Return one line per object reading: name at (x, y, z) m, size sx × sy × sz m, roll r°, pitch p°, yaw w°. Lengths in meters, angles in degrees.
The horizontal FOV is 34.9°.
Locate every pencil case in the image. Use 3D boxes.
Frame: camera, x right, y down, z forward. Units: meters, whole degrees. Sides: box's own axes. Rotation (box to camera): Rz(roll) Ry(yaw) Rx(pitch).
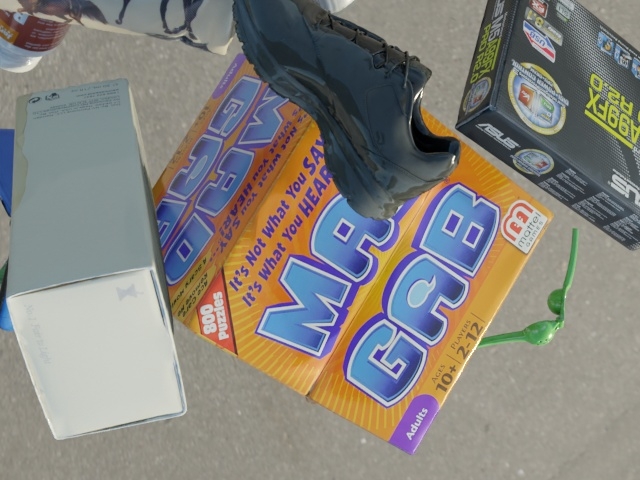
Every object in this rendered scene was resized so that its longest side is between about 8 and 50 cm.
pencil case at (-0.252, -0.310, 1.019) m, size 0.411 × 0.160 × 0.183 m, roll 12°, pitch 118°, yaw -2°

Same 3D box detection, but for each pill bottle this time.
pill bottle at (-0.407, -0.339, 1.445) m, size 0.121 × 0.121 × 0.216 m, roll 20°, pitch 140°, yaw -26°

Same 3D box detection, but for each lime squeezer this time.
lime squeezer at (0.387, 0.117, 1.787) m, size 0.310 × 0.110 × 0.059 m, roll -44°, pitch 137°, yaw -10°

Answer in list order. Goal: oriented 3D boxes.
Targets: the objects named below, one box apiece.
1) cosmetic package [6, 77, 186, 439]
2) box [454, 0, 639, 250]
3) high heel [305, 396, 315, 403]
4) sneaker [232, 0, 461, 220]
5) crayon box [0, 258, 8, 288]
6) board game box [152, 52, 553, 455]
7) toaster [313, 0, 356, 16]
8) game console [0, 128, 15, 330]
cosmetic package at (-0.197, 0.002, 0.888) m, size 0.113 × 0.309 × 0.160 m, roll -10°, pitch 126°, yaw -7°
box at (0.285, -0.146, 1.119) m, size 0.270 × 0.216 × 0.060 m, roll 32°, pitch 146°, yaw -21°
high heel at (0.009, 0.130, 1.914) m, size 0.127 × 0.181 × 0.377 m, roll 4°, pitch 134°, yaw -20°
sneaker at (0.030, -0.159, 0.963) m, size 0.130 × 0.109 × 0.286 m, roll -25°, pitch 113°, yaw 33°
crayon box at (-0.389, 0.082, 1.718) m, size 0.278 × 0.081 × 0.165 m, roll 47°, pitch 61°, yaw -36°
board game box at (0.000, 0.000, 1.337) m, size 0.356 × 0.356 × 0.356 m, roll 34°, pitch 84°, yaw -27°
toaster at (0.037, -0.489, 1.656) m, size 0.227 × 0.129 × 0.146 m, roll -45°, pitch 147°, yaw -11°
game console at (-0.395, -0.023, 1.554) m, size 0.293 × 0.173 × 0.250 m, roll -7°, pitch 121°, yaw -55°
